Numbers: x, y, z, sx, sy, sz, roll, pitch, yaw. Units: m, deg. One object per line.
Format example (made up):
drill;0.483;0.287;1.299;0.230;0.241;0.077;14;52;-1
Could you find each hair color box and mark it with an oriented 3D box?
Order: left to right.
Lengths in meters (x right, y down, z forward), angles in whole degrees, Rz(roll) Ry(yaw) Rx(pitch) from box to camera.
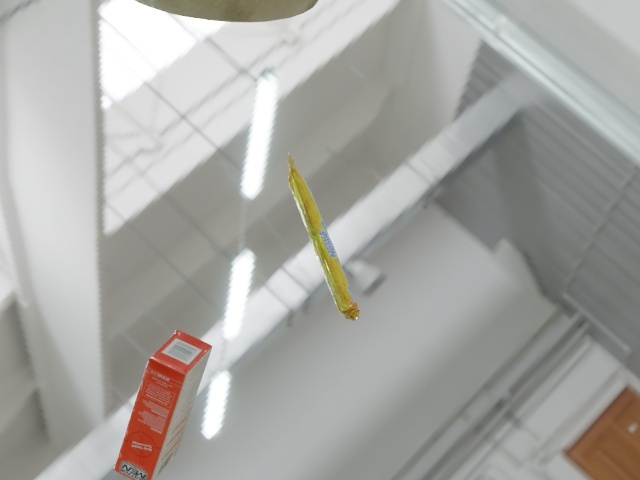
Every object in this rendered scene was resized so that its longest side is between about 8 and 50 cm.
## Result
hair color box;-0.156;0.167;1.380;0.072;0.043;0.141;-48;-21;-63

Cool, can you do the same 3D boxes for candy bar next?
candy bar;0.000;0.000;1.226;0.018;0.162;0.040;-22;-20;-1

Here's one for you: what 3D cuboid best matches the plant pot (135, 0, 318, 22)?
plant pot;-0.045;-0.271;0.769;0.256;0.256;0.274;-30;-45;-49
